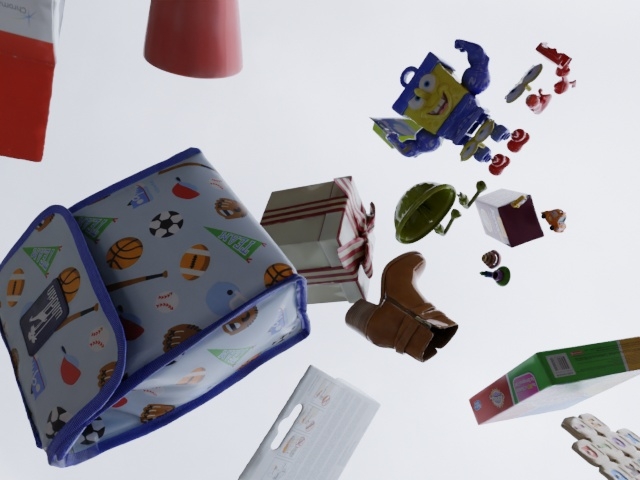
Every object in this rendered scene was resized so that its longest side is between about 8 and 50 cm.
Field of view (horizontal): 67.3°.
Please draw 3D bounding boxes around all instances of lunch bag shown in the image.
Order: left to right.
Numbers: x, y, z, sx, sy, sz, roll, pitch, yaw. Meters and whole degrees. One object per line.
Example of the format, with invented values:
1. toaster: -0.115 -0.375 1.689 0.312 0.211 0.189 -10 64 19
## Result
1. lunch bag: -0.259 0.084 0.711 0.328 0.386 0.239 50 -20 30

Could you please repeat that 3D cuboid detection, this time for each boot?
1. boot: 0.218 0.142 1.097 0.220 0.283 0.109 19 -46 43

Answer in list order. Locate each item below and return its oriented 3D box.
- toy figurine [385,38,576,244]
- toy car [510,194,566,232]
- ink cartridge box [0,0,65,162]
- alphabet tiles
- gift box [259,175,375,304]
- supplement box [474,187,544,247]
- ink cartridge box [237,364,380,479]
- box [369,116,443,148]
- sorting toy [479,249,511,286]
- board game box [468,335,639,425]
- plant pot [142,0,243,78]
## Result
1. toy figurine: 0.204 -0.194 0.802 0.217 0.191 0.362 49 -57 23
2. toy car: 0.459 -0.056 0.990 0.040 0.122 0.060 125 -28 -43
3. ink cartridge box: -0.284 -0.189 0.336 0.066 0.189 0.232 -177 -85 -73
4. alphabet tiles: 0.630 0.454 0.953 0.284 0.278 0.021 41 -65 46
5. gift box: 0.000 0.000 1.172 0.258 0.255 0.276 -7 -42 20
6. supplement box: 0.446 -0.058 1.156 0.081 0.188 0.104 -22 -81 5
7. ink cartridge box: -0.028 0.493 1.246 0.091 0.385 0.308 23 -104 44
8. box: 0.220 -0.280 1.242 0.109 0.178 0.042 56 -36 43
9. sorting toy: 0.416 0.068 1.167 0.102 0.042 0.061 -100 -154 -43
10. board game box: 0.494 0.305 1.022 0.316 0.242 0.064 104 -23 -56
11. plant pot: -0.335 -0.603 1.298 0.275 0.275 0.243 32 -51 23
